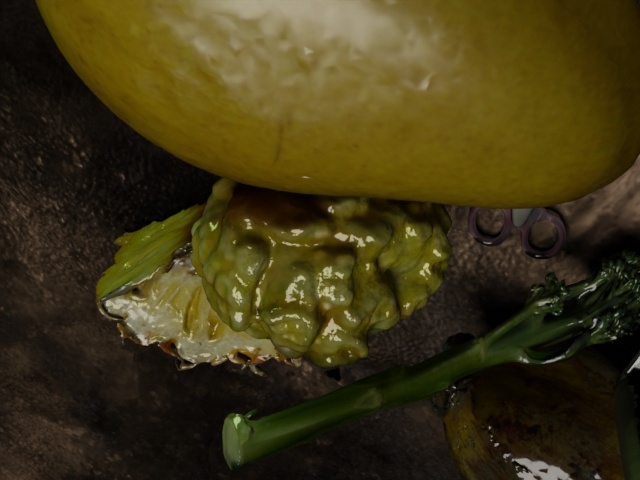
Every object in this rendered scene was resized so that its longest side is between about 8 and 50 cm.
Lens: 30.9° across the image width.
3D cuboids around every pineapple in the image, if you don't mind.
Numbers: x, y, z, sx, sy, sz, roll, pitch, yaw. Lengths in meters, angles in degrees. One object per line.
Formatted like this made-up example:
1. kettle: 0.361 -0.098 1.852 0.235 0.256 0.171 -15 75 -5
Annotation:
1. pineapple: -0.095 0.036 1.108 0.237 0.114 0.186 9 134 2

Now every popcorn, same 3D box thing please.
1. popcorn: -0.002 0.000 0.948 0.189 0.218 0.169 27 131 44

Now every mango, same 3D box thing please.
1. mango: 0.019 -0.152 0.787 0.445 0.220 0.301 28 122 -2

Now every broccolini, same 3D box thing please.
1. broccolini: 0.106 0.086 0.906 0.079 0.392 0.073 13 118 63

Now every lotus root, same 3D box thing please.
1. lotus root: 0.272 0.205 1.029 0.398 0.196 0.179 30 133 1

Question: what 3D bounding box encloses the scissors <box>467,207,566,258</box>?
1. scissors: 0.172 -0.051 0.955 0.085 0.022 0.176 16 138 11

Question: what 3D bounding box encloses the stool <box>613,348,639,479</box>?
1. stool: 0.353 0.107 0.810 0.170 0.243 0.269 28 114 -3
